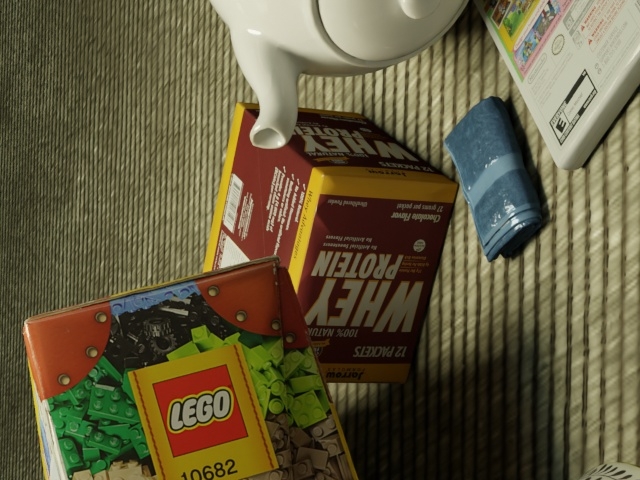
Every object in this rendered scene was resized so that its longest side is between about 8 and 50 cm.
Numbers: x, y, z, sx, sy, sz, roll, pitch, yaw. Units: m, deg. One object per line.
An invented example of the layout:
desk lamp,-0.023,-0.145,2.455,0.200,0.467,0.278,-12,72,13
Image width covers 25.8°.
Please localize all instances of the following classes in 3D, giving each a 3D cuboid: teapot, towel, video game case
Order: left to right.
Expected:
teapot,0.038,-0.229,1.082,0.187,0.252,0.256,46,141,46
towel,0.134,-0.049,1.087,0.067,0.029,0.119,-52,44,48
video game case,0.192,-0.191,0.993,0.212,0.023,0.193,-61,37,42

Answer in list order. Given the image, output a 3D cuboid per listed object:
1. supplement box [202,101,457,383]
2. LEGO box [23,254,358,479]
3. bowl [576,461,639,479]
supplement box,0.000,0.000,1.237,0.194,0.129,0.191,44,126,56
LEGO box,-0.094,0.285,1.126,0.500,0.193,0.373,112,142,-66
bowl,0.173,0.235,0.933,0.170,0.080,0.170,-9,80,62
